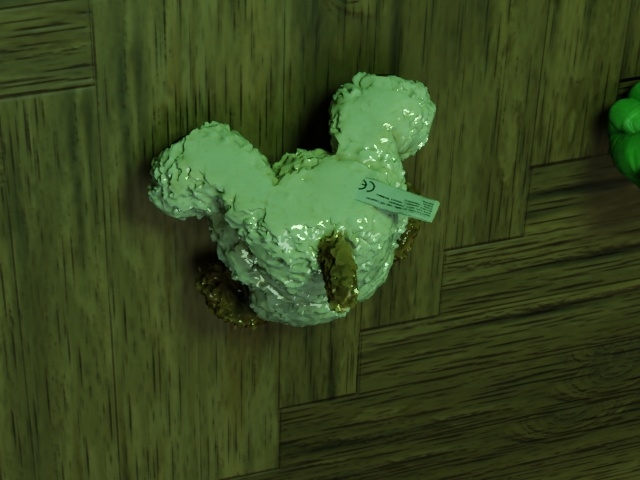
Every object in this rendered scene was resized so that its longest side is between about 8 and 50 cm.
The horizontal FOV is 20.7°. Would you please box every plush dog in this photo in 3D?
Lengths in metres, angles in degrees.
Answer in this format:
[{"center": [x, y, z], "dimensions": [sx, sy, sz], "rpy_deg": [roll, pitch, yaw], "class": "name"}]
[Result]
[{"center": [0.000, 0.000, 1.557], "dimensions": [0.262, 0.210, 0.225], "rpy_deg": [-20, 157, -5], "class": "plush dog"}]

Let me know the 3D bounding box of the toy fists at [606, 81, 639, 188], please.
[{"center": [0.394, -0.137, 1.608], "dimensions": [0.279, 0.142, 0.096], "rpy_deg": [-27, 124, 14], "class": "toy fists"}]
